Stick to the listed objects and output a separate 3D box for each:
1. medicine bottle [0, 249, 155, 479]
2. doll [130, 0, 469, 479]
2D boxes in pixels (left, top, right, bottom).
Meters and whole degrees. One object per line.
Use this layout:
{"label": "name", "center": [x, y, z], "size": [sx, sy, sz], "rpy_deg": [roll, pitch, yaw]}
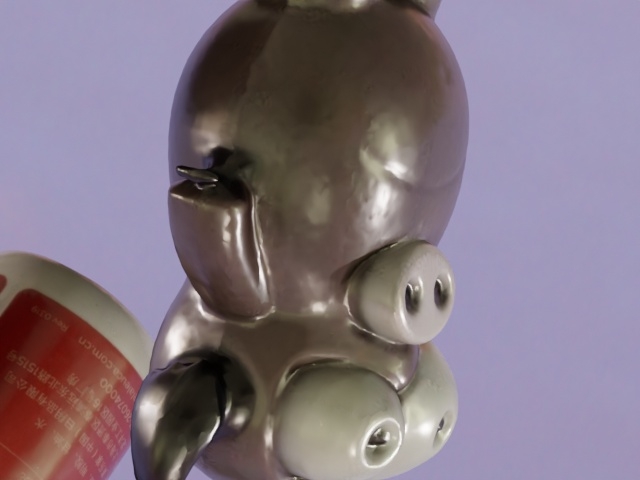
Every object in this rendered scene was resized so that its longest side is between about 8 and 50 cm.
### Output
{"label": "medicine bottle", "center": [-0.193, 0.132, 0.954], "size": [0.131, 0.131, 0.250], "rpy_deg": [26, -118, 14]}
{"label": "doll", "center": [-0.002, -0.002, 0.739], "size": [0.117, 0.257, 0.182], "rpy_deg": [8, -174, 32]}
